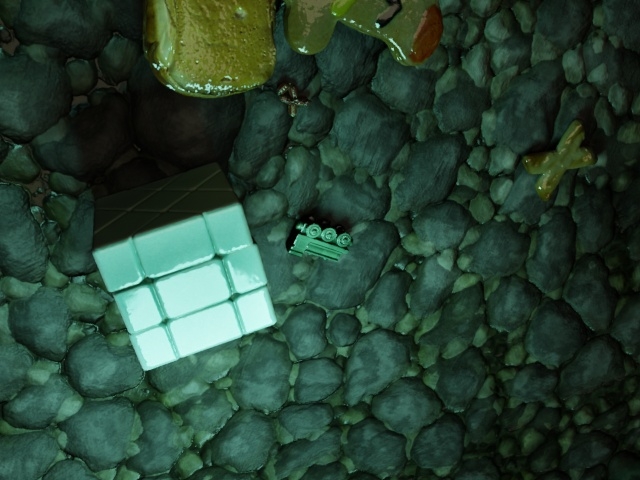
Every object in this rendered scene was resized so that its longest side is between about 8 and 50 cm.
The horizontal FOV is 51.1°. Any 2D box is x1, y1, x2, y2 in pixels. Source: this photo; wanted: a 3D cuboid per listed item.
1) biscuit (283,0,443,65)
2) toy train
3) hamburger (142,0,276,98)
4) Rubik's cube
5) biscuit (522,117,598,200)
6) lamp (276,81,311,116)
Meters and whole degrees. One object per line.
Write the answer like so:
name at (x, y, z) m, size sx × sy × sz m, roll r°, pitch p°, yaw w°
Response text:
biscuit at (0.110, -0.547, 1.427) m, size 0.394 × 0.076 × 0.368 m, roll 11°, pitch 112°, yaw -20°
toy train at (0.000, 0.000, 1.757) m, size 0.170 × 0.071 × 0.111 m, roll 18°, pitch 113°, yaw -25°
hamburger at (-0.235, -0.460, 1.432) m, size 0.284 × 0.174 × 0.304 m, roll -2°, pitch 111°, yaw -19°
Rubik's cube at (-0.313, 0.045, 1.526) m, size 0.322 × 0.319 × 0.316 m, roll -20°, pitch 116°, yaw -9°
biscuit at (0.682, -0.230, 1.906) m, size 0.208 × 0.047 × 0.164 m, roll -36°, pitch 116°, yaw -3°
lamp at (-0.069, -0.347, 1.615) m, size 0.063 × 0.031 × 0.083 m, roll -40°, pitch 113°, yaw -1°
